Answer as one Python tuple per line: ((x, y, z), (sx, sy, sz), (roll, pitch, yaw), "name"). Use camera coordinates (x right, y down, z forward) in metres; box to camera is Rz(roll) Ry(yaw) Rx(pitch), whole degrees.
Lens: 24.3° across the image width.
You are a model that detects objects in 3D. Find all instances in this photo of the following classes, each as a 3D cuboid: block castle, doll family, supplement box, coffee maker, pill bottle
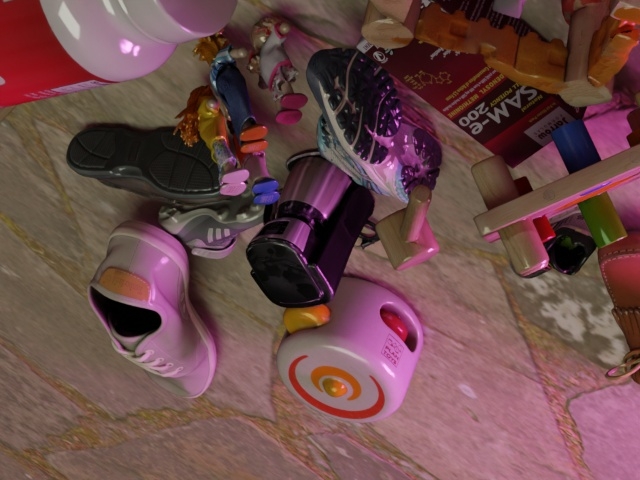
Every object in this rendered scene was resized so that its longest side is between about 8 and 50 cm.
((0.218, -0.340, 1.368), (0.303, 0.213, 0.453), (15, 154, -5), "block castle")
((-0.110, -0.166, 1.812), (0.118, 0.163, 0.263), (-8, 147, -22), "doll family")
((0.176, -0.199, 1.682), (0.239, 0.073, 0.130), (36, 141, -14), "supplement box")
((0.000, 0.000, 1.921), (0.171, 0.178, 0.120), (38, 141, -17), "coffee maker")
((-0.304, -0.284, 1.714), (0.407, 0.229, 0.229), (-8, 132, 34), "pill bottle")

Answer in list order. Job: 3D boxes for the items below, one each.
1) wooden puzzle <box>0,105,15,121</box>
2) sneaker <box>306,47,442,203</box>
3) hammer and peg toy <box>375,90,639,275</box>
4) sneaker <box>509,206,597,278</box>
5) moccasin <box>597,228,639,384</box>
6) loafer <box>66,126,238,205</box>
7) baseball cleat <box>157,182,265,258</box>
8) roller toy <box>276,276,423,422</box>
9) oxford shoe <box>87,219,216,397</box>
((-0.495, -0.256, 2.006), (0.221, 0.044, 0.238), (38, 145, -17), "wooden puzzle")
((0.035, -0.130, 1.777), (0.122, 0.110, 0.283), (9, 155, 32), "sneaker")
((0.239, -0.036, 1.594), (0.361, 0.266, 0.127), (-24, 85, 6), "hammer and peg toy")
((0.291, 0.014, 1.864), (0.063, 0.075, 0.170), (37, 141, -15), "sneaker")
((0.441, 0.137, 1.868), (0.139, 0.147, 0.380), (-2, 135, 30), "moccasin")
((-0.215, -0.097, 2.013), (0.267, 0.096, 0.084), (12, 161, 26), "loafer")
((-0.129, -0.026, 2.062), (0.205, 0.072, 0.109), (0, 144, 41), "baseball cleat")
((0.040, 0.160, 2.111), (0.191, 0.146, 0.209), (17, 141, 10), "roller toy")
((-0.258, 0.135, 2.232), (0.169, 0.130, 0.449), (17, 151, 13), "oxford shoe")
